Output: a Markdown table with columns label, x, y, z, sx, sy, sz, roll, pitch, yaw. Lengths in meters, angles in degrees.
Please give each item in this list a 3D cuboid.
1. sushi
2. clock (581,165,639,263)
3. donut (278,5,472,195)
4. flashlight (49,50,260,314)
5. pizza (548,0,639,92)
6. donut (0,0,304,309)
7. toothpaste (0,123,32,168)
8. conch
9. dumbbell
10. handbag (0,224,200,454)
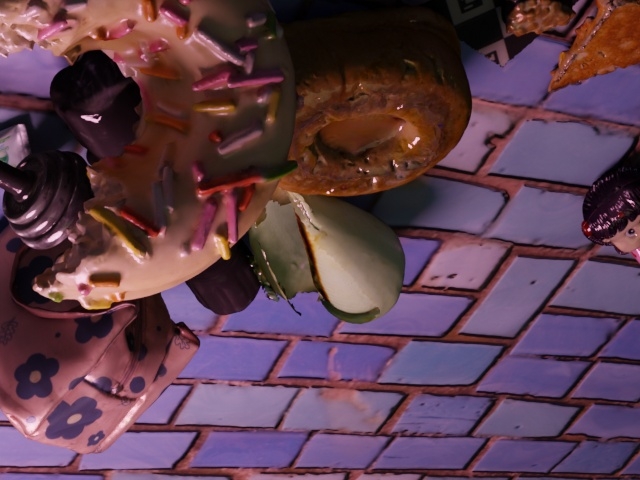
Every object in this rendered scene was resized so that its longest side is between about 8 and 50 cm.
| label | x | y | z | sx | sy | sz | roll | pitch | yaw |
| --- | --- | --- | --- | --- | --- | --- | --- | --- | --- |
| sushi | 0.204 | -0.303 | 1.305 | 0.264 | 0.050 | 0.290 | -41 | 136 | 23 |
| clock | 0.453 | -0.049 | 1.666 | 0.195 | 0.100 | 0.194 | 21 | 122 | -42 |
| donut | 0.033 | -0.143 | 1.355 | 0.261 | 0.128 | 0.208 | -9 | 140 | -11 |
| flashlight | -0.165 | -0.051 | 1.411 | 0.103 | 0.103 | 0.424 | -24 | 142 | 4 |
| pizza | 0.338 | -0.226 | 1.458 | 0.185 | 0.036 | 0.176 | 4 | 149 | -41 |
| donut | -0.163 | -0.133 | 1.154 | 0.307 | 0.150 | 0.371 | -24 | 105 | -21 |
| toothpaste | -0.447 | -0.062 | 1.312 | 0.297 | 0.048 | 0.074 | -14 | 134 | -13 |
| conch | -0.008 | 0.016 | 1.510 | 0.251 | 0.137 | 0.143 | 19 | 162 | -40 |
| dumbbell | -0.337 | -0.075 | 1.266 | 0.110 | 0.110 | 0.254 | -40 | 135 | 22 |
| handbag | -0.267 | 0.086 | 1.407 | 0.193 | 0.251 | 0.190 | -43 | 143 | 12 |
